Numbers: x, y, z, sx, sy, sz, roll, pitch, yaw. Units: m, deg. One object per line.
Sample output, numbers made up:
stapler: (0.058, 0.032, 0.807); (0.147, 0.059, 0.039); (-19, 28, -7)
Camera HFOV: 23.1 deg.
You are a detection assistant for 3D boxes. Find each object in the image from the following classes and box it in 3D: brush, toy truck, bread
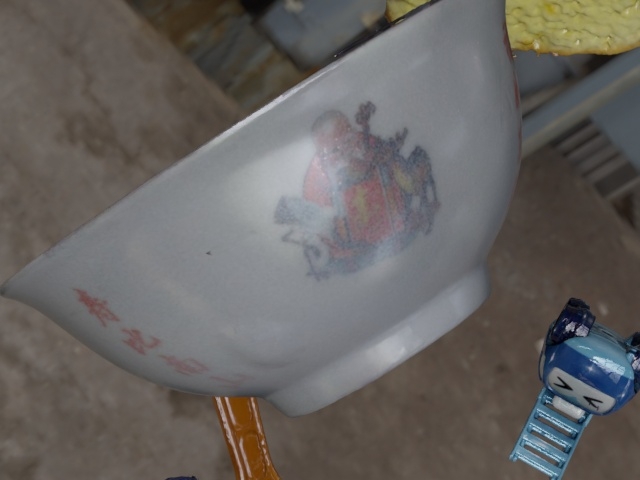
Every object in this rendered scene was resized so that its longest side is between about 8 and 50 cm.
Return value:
brush: (-0.057, 0.144, 1.157); (0.090, 0.017, 0.314); (-24, 105, -38)
toy truck: (0.132, 0.081, 0.818); (0.056, 0.090, 0.073); (28, 7, 7)
bread: (0.167, -0.235, 1.234); (0.143, 0.229, 0.139); (71, 29, -59)

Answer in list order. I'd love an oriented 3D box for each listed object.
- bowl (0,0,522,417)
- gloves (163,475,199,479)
bowl: (0.000, 0.000, 0.904); (0.157, 0.345, 0.345); (58, 30, -1)
gloves: (-0.116, 0.206, 1.139); (0.086, 0.026, 0.064); (-15, 94, -46)
